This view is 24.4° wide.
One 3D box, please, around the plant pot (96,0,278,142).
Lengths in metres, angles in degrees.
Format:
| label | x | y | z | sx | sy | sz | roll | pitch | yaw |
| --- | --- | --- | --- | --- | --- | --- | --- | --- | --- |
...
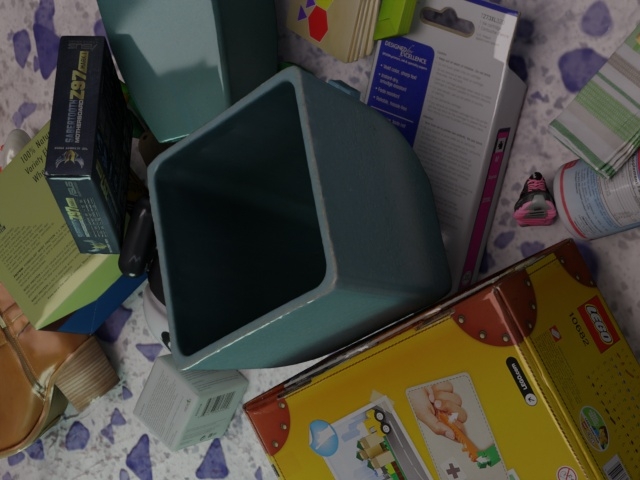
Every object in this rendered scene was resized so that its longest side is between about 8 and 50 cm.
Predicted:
| label | x | y | z | sx | sy | sz | roll | pitch | yaw |
| --- | --- | --- | --- | --- | --- | --- | --- | --- | --- |
| plant pot | -0.150 | -0.240 | 1.767 | 0.166 | 0.165 | 0.234 | -11 | 89 | 26 |

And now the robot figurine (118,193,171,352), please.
| label | x | y | z | sx | sy | sz | roll | pitch | yaw |
| --- | --- | --- | --- | --- | --- | --- | --- | --- | --- |
| robot figurine | -0.116 | 0.023 | 1.821 | 0.209 | 0.173 | 0.278 | 35 | 116 | 28 |

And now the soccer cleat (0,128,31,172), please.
| label | x | y | z | sx | sy | sz | roll | pitch | yaw |
| --- | --- | --- | --- | --- | --- | --- | --- | --- | --- |
| soccer cleat | -0.405 | -0.063 | 2.107 | 0.076 | 0.068 | 0.196 | -2 | 98 | 24 |

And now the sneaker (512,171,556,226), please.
| label | x | y | z | sx | sy | sz | roll | pitch | yaw |
| --- | --- | --- | --- | --- | --- | --- | --- | --- | --- |
| sneaker | 0.230 | -0.047 | 1.592 | 0.047 | 0.119 | 0.057 | 2 | 84 | 5 |

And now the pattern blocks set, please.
| label | x | y | z | sx | sy | sz | roll | pitch | yaw |
| --- | --- | --- | --- | --- | --- | --- | --- | --- | --- |
| pattern blocks set | 0.023 | -0.310 | 1.714 | 0.285 | 0.026 | 0.325 | 48 | 130 | 41 |

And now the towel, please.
| label | x | y | z | sx | sy | sz | roll | pitch | yaw |
| --- | --- | --- | --- | --- | --- | --- | --- | --- | --- |
| towel | 0.308 | -0.146 | 1.511 | 0.152 | 0.023 | 0.113 | -51 | 41 | 9 |

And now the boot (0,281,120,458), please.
| label | x | y | z | sx | sy | sz | roll | pitch | yaw |
| --- | --- | --- | --- | --- | --- | --- | --- | --- | --- |
| boot | -0.443 | 0.177 | 2.102 | 0.283 | 0.109 | 0.220 | -34 | 95 | 31 |

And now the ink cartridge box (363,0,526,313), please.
| label | x | y | z | sx | sy | sz | roll | pitch | yaw |
| --- | --- | --- | --- | --- | --- | --- | --- | --- | --- |
| ink cartridge box | 0.124 | -0.104 | 1.688 | 0.176 | 0.069 | 0.371 | 25 | 114 | 33 |

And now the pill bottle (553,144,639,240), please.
| label | x | y | z | sx | sy | sz | roll | pitch | yaw |
| --- | --- | --- | --- | --- | --- | --- | --- | --- | --- |
| pill bottle | 0.327 | -0.059 | 1.524 | 0.160 | 0.087 | 0.087 | -18 | 86 | 38 |

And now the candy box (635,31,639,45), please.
| label | x | y | z | sx | sy | sz | roll | pitch | yaw |
| --- | --- | --- | --- | --- | --- | --- | --- | --- | --- |
| candy box | 0.453 | -0.106 | 1.358 | 0.316 | 0.183 | 0.087 | 53 | 123 | 19 |

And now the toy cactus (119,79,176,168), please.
| label | x | y | z | sx | sy | sz | roll | pitch | yaw |
| --- | --- | --- | --- | --- | --- | --- | --- | --- | --- |
| toy cactus | -0.227 | -0.161 | 1.937 | 0.219 | 0.112 | 0.180 | -10 | 101 | 28 |

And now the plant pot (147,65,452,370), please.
| label | x | y | z | sx | sy | sz | roll | pitch | yaw |
| --- | --- | --- | --- | --- | --- | --- | --- | --- | --- |
| plant pot | 0.000 | 0.000 | 1.588 | 0.248 | 0.252 | 0.247 | -30 | 60 | 38 |

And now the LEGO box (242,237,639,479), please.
| label | x | y | z | sx | sy | sz | roll | pitch | yaw |
| --- | --- | --- | --- | --- | --- | --- | --- | --- | --- |
| LEGO box | 0.201 | 0.308 | 1.574 | 0.372 | 0.193 | 0.500 | -29 | 87 | 37 |

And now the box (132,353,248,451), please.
| label | x | y | z | sx | sy | sz | roll | pitch | yaw |
| --- | --- | --- | --- | --- | --- | --- | --- | --- | --- |
| box | -0.170 | 0.205 | 1.937 | 0.087 | 0.101 | 0.102 | 40 | 119 | 27 |

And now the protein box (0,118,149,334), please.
| label | x | y | z | sx | sy | sz | roll | pitch | yaw |
| --- | --- | --- | --- | --- | --- | --- | --- | --- | --- |
| protein box | -0.330 | -0.016 | 1.970 | 0.200 | 0.136 | 0.201 | -44 | 70 | 12 |

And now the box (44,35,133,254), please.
| label | x | y | z | sx | sy | sz | roll | pitch | yaw |
| --- | --- | --- | --- | --- | --- | --- | --- | --- | --- |
| box | -0.273 | -0.109 | 1.768 | 0.059 | 0.232 | 0.183 | 0 | 68 | 2 |
